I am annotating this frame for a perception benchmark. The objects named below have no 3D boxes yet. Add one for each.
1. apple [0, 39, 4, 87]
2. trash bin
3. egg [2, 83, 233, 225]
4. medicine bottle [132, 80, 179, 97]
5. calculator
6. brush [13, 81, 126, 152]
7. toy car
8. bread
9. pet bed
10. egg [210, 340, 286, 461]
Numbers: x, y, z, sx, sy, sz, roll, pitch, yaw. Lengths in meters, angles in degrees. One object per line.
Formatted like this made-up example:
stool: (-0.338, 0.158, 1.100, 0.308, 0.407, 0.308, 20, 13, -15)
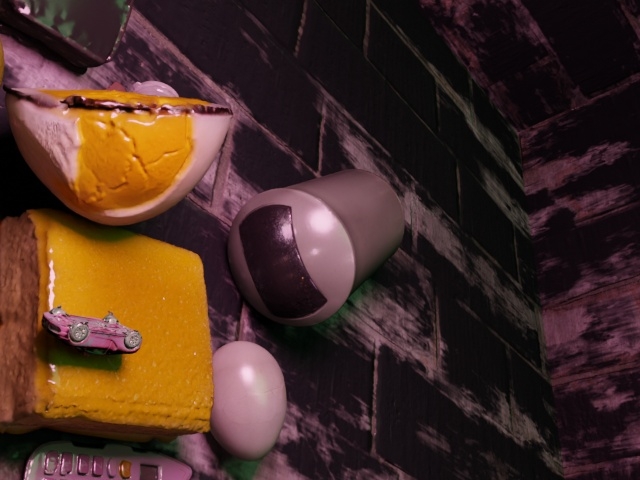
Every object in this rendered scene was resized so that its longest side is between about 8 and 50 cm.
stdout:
apple: (-0.552, -0.227, 0.919, 0.292, 0.254, 0.292, 26, 54, -42)
trash bin: (0.000, 0.000, 1.567, 0.280, 0.280, 0.432, 65, 29, -3)
egg: (-0.304, -0.128, 1.101, 0.337, 0.337, 0.201, -10, 112, -57)
medicine bottle: (-0.319, -0.187, 1.341, 0.135, 0.135, 0.215, 38, 42, -37)
calculator: (-0.315, 0.394, 1.069, 0.294, 0.043, 0.194, 25, 51, -42)
brush: (-0.416, -0.209, 1.278, 0.084, 0.071, 0.301, 50, 35, -18)
toy car: (-0.303, 0.124, 0.968, 0.142, 0.069, 0.055, 19, 92, -49)
bread: (-0.325, 0.135, 1.120, 0.333, 0.143, 0.324, 23, 50, -46)
pet bed: (-0.460, -0.416, 1.283, 0.211, 0.159, 0.183, 26, 75, -44)
egg: (-0.134, 0.282, 1.295, 0.151, 0.151, 0.209, 3, 70, -55)
